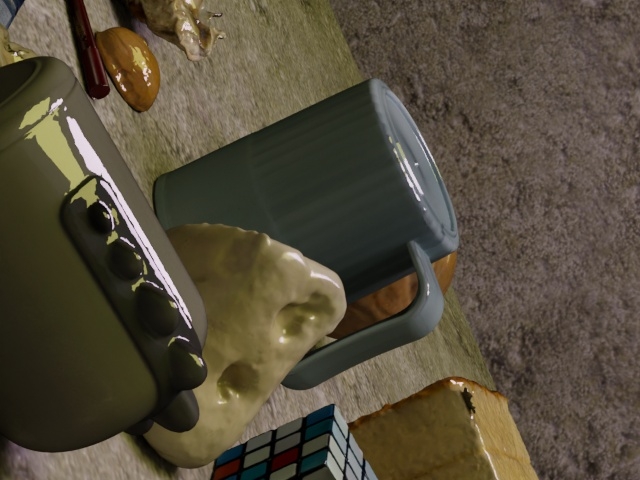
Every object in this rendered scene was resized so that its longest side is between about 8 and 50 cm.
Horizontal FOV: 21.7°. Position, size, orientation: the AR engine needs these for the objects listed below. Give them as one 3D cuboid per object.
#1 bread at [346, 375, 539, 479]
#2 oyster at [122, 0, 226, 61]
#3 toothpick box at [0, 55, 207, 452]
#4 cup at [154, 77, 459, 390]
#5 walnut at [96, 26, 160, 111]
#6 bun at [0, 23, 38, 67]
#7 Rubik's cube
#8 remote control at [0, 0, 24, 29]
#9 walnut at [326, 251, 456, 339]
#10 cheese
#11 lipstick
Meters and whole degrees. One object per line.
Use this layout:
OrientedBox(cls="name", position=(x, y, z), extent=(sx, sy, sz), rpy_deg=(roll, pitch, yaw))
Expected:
OrientedBox(cls="bread", position=(0.120, 0.315, 2.047), extent=(0.207, 0.279, 0.279), rpy_deg=(66, 9, 17))
OrientedBox(cls="oyster", position=(-0.234, -0.369, 2.349), extent=(0.275, 0.100, 0.271), rpy_deg=(51, 11, -3))
OrientedBox(cls="toothpick box", position=(-0.212, 0.030, 1.336), extent=(0.316, 0.229, 0.229), rpy_deg=(60, 13, -20))
OrientedBox(cls="cup", position=(-0.010, -0.017, 2.061), extent=(0.257, 0.311, 0.331), rpy_deg=(57, 14, -27))
OrientedBox(cls="walnut", position=(-0.239, -0.227, 2.145), extent=(0.121, 0.052, 0.091), rpy_deg=(58, 16, -16))
OrientedBox(cls="bun", position=(-0.295, -0.113, 1.533), extent=(0.237, 0.116, 0.210), rpy_deg=(44, 24, -56))
OrientedBox(cls="Rubik's cube", position=(-0.019, 0.293, 1.786), extent=(0.155, 0.151, 0.154), rpy_deg=(60, 12, -16))
OrientedBox(cls="remote control", position=(-0.348, -0.260, 1.821), extent=(0.152, 0.027, 0.043), rpy_deg=(-84, 151, -64))
OrientedBox(cls="walnut", position=(0.040, -0.021, 2.364), extent=(0.333, 0.333, 0.333), rpy_deg=(59, 13, -23))
OrientedBox(cls="cheese", position=(-0.137, 0.094, 1.738), extent=(0.173, 0.251, 0.248), rpy_deg=(35, -7, -41))
OrientedBox(cls="lipstick", position=(-0.288, -0.246, 2.048), extent=(0.027, 0.027, 0.176), rpy_deg=(47, 19, -53))
